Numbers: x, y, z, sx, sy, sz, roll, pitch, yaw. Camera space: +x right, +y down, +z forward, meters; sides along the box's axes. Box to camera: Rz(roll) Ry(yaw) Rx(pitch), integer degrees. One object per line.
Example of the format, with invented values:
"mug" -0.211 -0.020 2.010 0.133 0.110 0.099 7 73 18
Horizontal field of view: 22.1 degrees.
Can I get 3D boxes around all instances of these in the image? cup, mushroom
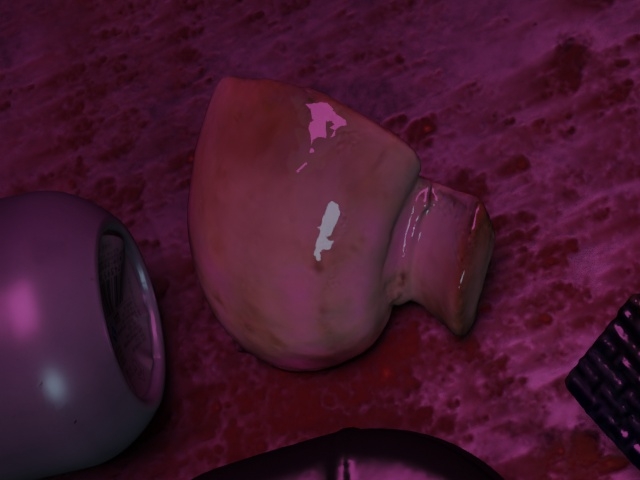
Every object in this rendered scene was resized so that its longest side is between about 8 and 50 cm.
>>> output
"cup" -0.279 0.085 1.151 0.312 0.205 0.205 -12 66 10
"mushroom" -0.013 -0.001 1.129 0.236 0.173 0.162 21 79 22

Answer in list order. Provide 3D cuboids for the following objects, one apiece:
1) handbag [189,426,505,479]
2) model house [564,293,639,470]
"handbag" 0.001 0.253 1.068 0.308 0.093 0.254 -17 65 8
"model house" 0.267 0.082 1.019 0.211 0.170 0.194 -41 66 -2
